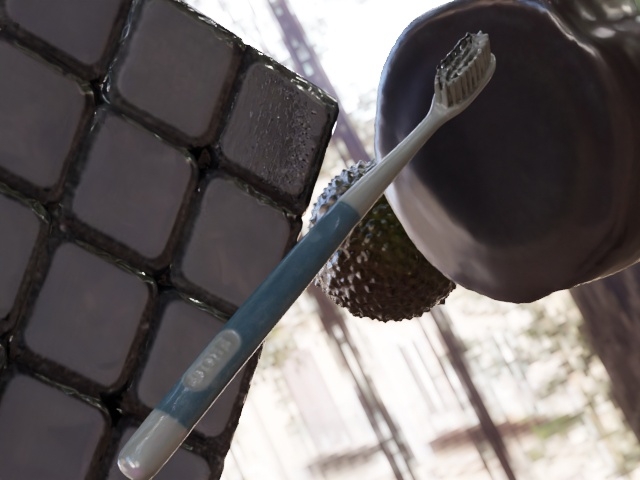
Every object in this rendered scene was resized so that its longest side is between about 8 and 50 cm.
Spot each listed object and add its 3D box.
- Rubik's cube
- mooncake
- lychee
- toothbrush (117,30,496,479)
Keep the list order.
[{"bbox_3d":[-0.247,0.002,1.045,0.337,0.344,0.344,29,-22,-32],"label":"Rubik's cube"},{"bbox_3d":[0.157,-0.078,1.183,0.133,0.245,0.245,-25,-17,-39],"label":"mooncake"},{"bbox_3d":[0.060,-0.006,1.541,0.171,0.171,0.171,-22,-21,-9],"label":"lychee"},{"bbox_3d":[0.000,0.000,0.744,0.275,0.019,0.025,-49,-29,-24],"label":"toothbrush"}]
